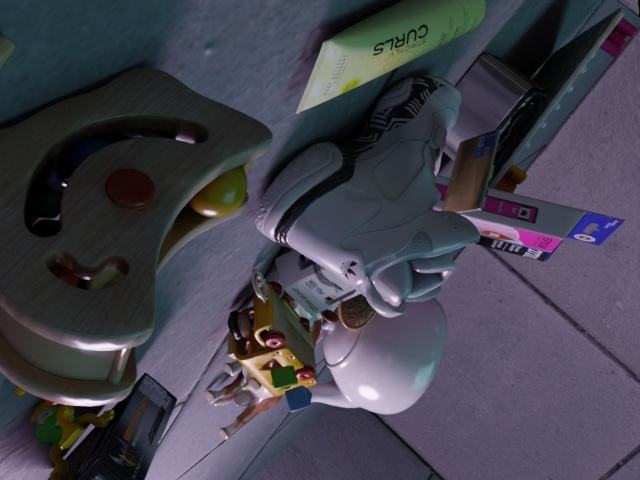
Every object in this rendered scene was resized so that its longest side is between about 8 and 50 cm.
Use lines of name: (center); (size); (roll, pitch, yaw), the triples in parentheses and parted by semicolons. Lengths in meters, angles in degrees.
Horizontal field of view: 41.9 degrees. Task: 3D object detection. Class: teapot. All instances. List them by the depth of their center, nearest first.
teapot: (0.090, 0.167, 1.472); (0.252, 0.187, 0.256); (-43, -153, 46)

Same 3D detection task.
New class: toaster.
toaster: (0.265, -0.199, 1.340); (0.168, 0.110, 0.185); (-53, 167, 21)

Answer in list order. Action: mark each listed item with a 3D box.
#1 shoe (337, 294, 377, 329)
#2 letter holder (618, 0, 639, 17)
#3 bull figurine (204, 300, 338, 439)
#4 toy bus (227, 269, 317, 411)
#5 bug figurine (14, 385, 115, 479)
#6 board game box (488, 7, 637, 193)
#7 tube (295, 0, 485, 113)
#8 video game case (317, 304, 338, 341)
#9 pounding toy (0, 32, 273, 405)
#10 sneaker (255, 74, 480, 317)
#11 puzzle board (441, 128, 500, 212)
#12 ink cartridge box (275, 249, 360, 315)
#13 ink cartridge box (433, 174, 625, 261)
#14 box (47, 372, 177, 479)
shoe: (0.074, 0.039, 1.383); (0.058, 0.076, 0.219); (-142, -115, -79)
letter holder: (0.194, -0.261, 0.463); (0.214, 0.302, 0.152); (-53, 167, 19)
bull figurine: (-0.087, 0.209, 1.423); (0.188, 0.101, 0.310); (-30, 155, -41)
toy bus: (-0.081, 0.141, 1.202); (0.104, 0.202, 0.191); (-20, -178, 14)
bug figurine: (-0.298, 0.217, 0.789); (0.279, 0.072, 0.216); (-49, 175, -19)
board game box: (0.395, -0.221, 1.568); (0.390, 0.050, 0.390); (-53, -178, -1)
tube: (0.071, -0.197, 0.820); (0.240, 0.062, 0.070); (-33, 121, -36)
video game case: (0.018, 0.148, 1.762); (0.204, 0.025, 0.285); (-42, 166, -24)
pounding toy: (-0.124, -0.018, 0.468); (0.269, 0.154, 0.155); (-38, 164, -41)
sneaker: (0.107, -0.056, 1.008); (0.366, 0.210, 0.137); (-38, 164, -39)
puzzle board: (0.184, -0.080, 1.018); (0.128, 0.011, 0.096); (177, -71, -79)
ink cartridge box: (0.019, 0.040, 1.172); (0.135, 0.056, 0.099); (-26, 142, 13)
ink cartridge box: (0.292, -0.034, 1.385); (0.176, 0.370, 0.069); (68, 35, -76)
box: (-0.255, 0.265, 0.928); (0.183, 0.056, 0.231); (-46, -172, 10)
